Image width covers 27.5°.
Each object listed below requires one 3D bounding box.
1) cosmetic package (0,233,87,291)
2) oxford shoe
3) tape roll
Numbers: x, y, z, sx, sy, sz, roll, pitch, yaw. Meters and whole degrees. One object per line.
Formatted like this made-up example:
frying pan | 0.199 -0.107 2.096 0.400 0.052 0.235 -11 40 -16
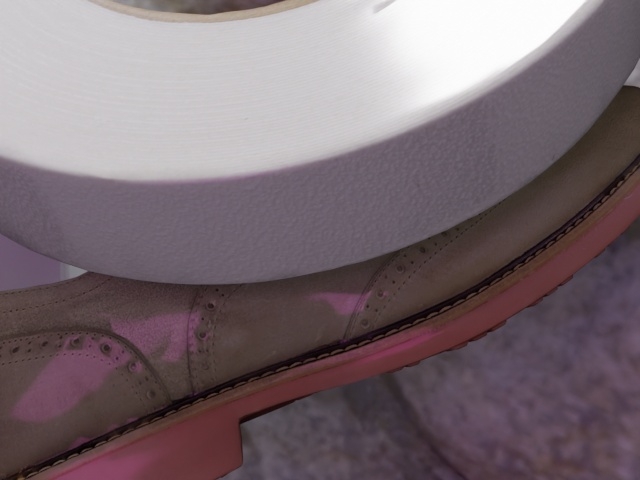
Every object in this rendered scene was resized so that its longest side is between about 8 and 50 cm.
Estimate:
cosmetic package | -0.196 0.090 0.760 0.217 0.156 0.385 -2 88 21
oxford shoe | 0.000 0.000 0.627 0.397 0.140 0.147 -27 89 -15
tape roll | -0.028 -0.151 0.638 0.392 0.072 0.392 -7 50 8
